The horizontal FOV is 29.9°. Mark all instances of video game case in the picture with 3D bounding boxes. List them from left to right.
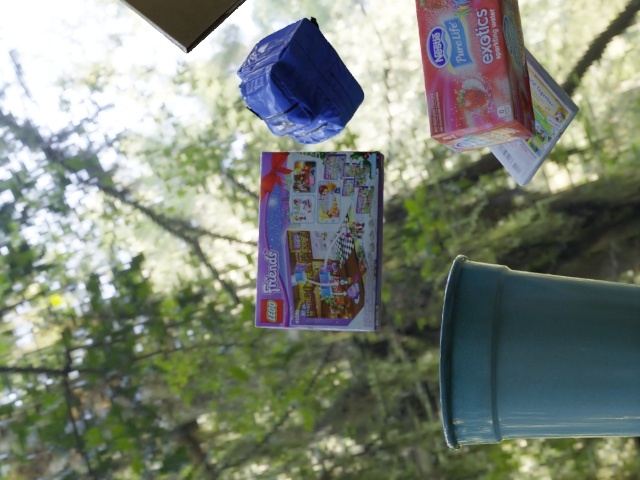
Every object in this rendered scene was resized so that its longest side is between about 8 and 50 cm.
[{"bbox_3d":[0.345,-0.246,2.166,0.026,0.206,0.227,-20,-117,-33],"label":"video game case"}]

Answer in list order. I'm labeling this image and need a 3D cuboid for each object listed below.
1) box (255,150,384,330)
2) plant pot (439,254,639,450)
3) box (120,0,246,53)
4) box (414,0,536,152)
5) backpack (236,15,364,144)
[{"bbox_3d":[0.000,0.000,1.963,0.057,0.201,0.293,19,-107,-77],"label":"box"},{"bbox_3d":[0.398,0.197,2.053,0.341,0.334,0.341,1,-90,-75],"label":"plant pot"},{"bbox_3d":[-0.202,-0.373,1.693,0.201,0.164,0.021,39,164,18],"label":"box"},{"bbox_3d":[0.259,-0.317,2.040,0.142,0.154,0.300,18,-115,-63],"label":"box"},{"bbox_3d":[-0.023,-0.157,1.284,0.120,0.098,0.101,46,-123,-24],"label":"backpack"}]
